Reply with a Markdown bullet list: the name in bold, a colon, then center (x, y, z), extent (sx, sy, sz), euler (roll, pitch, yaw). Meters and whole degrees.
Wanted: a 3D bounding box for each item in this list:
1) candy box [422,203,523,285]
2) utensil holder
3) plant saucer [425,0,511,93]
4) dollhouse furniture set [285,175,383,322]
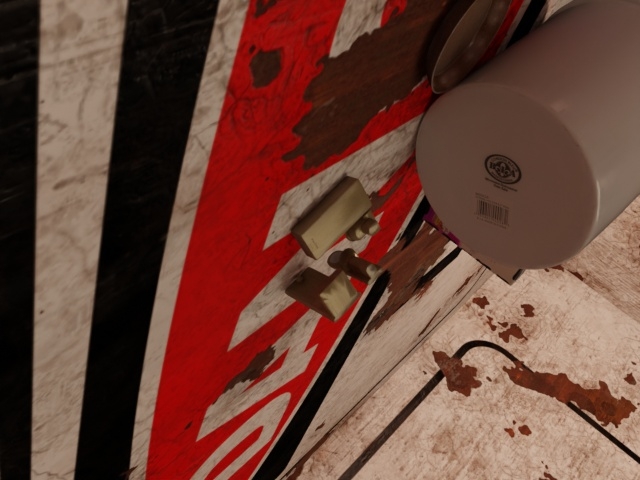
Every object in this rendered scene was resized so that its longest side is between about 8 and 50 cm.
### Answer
- **candy box**: center (0.336, -0.040, 1.437), extent (0.071, 0.233, 0.159), euler (-38, 159, -34)
- **utensil holder**: center (0.384, -0.179, 1.128), extent (0.385, 0.327, 0.327), euler (-35, 157, -34)
- **plant saucer**: center (0.190, -0.271, 0.934), extent (0.168, 0.029, 0.168), euler (-44, 163, -18)
- **dollhouse furniture set**: center (0.000, 0.000, 1.026), extent (0.144, 0.123, 0.151), euler (-45, 127, -17)
